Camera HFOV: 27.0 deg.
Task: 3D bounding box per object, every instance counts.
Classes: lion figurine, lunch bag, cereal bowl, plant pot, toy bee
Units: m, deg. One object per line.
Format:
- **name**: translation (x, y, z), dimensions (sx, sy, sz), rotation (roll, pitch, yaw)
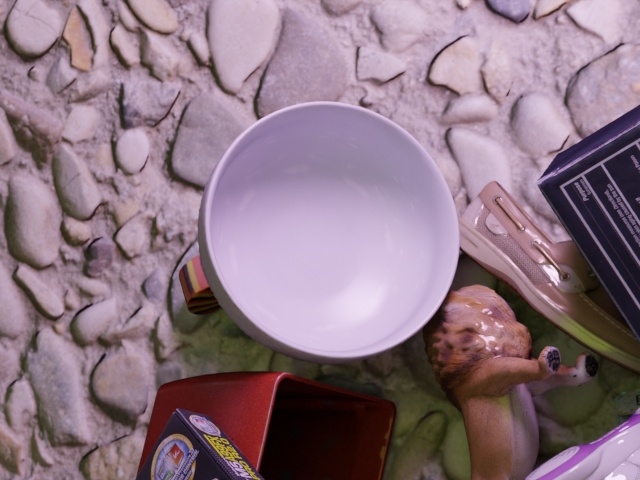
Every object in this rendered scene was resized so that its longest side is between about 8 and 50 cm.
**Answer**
- **lion figurine**: translation (0.234, 0.245, 1.663), dimensions (0.240, 0.142, 0.392), rotation (-11, 78, 48)
- **lunch bag**: translation (0.404, 0.222, 1.644), dimensions (0.071, 0.053, 0.083), rotation (-13, 64, 20)
- **cereal bowl**: translation (0.000, 0.000, 1.712), dimensions (0.339, 0.141, 0.338), rotation (5, 73, -17)
- **plant pot**: translation (-0.091, 0.304, 1.746), dimensions (0.236, 0.267, 0.267), rotation (7, 80, 38)
- **toy bee**: translation (-0.091, 0.003, 1.859), dimensions (0.298, 0.162, 0.195), rotation (-45, 62, 8)

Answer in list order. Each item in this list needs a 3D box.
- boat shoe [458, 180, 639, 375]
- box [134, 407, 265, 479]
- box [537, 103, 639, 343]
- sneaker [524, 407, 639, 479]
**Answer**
- **boat shoe**: translation (0.309, 0.046, 1.689), dimensions (0.341, 0.122, 0.110), rotation (40, 96, 28)
- **box**: translation (-0.164, 0.371, 1.576), dimensions (0.216, 0.060, 0.270), rotation (41, 105, 44)
- **box**: translation (0.459, -0.038, 1.538), dimensions (0.294, 0.183, 0.296), rotation (-32, 93, 22)
- **sneaker**: translation (0.378, 0.268, 1.500), dimensions (0.305, 0.114, 0.152), rotation (-28, 85, -3)
